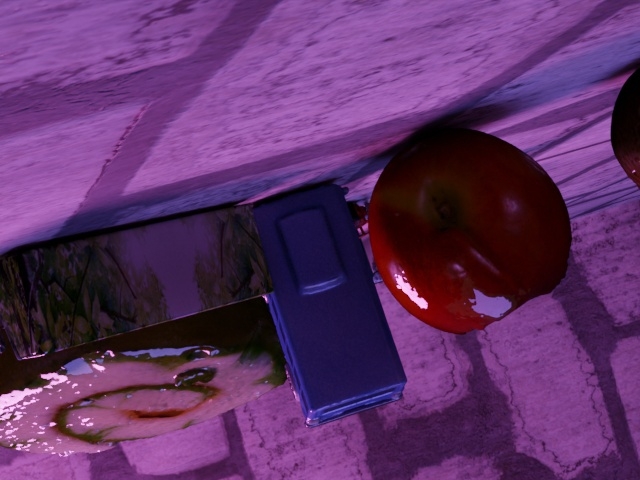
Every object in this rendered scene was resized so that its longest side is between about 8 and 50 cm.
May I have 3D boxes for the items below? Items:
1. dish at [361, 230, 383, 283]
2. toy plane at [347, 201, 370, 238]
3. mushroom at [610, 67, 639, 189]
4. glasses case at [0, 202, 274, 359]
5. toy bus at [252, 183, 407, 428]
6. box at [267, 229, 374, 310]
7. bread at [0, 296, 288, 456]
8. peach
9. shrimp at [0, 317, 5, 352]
[{"bbox_3d":[0.127,0.002,2.313,0.181,0.080,0.243,-17,174,-13],"label":"dish"},{"bbox_3d":[0.041,-0.027,1.921,0.060,0.037,0.145,-28,170,5],"label":"toy plane"},{"bbox_3d":[0.414,-0.115,1.491,0.278,0.163,0.297,-17,174,-8],"label":"mushroom"},{"bbox_3d":[-0.169,0.035,1.473,0.272,0.095,0.062,-13,178,-43],"label":"glasses case"},{"bbox_3d":[0.002,0.060,1.623,0.116,0.234,0.133,-18,168,-5],"label":"toy bus"},{"bbox_3d":[-0.060,0.051,2.117,0.244,0.092,0.153,-18,175,-3],"label":"box"},{"bbox_3d":[-0.235,0.153,1.903,0.366,0.129,0.382,2,154,-34],"label":"bread"},{"bbox_3d":[0.144,-0.004,1.500,0.196,0.190,0.226,19,173,26],"label":"peach"},{"bbox_3d":[-0.350,0.095,1.463,0.126,0.047,0.223,-32,-161,-22],"label":"shrimp"}]
